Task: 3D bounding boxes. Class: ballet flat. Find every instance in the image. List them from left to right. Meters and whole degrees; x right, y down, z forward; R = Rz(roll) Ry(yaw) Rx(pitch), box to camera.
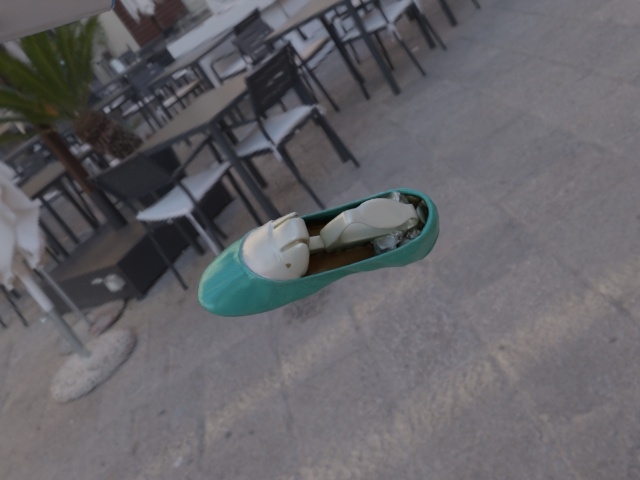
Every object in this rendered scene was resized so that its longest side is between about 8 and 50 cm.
[{"bbox_3d":[0.000,0.000,0.709,0.247,0.087,0.083,-16,59,-15],"label":"ballet flat"}]

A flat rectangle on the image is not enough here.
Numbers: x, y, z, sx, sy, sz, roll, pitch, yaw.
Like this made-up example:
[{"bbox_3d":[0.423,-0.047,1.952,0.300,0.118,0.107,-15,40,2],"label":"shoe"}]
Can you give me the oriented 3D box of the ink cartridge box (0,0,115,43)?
[{"bbox_3d":[-0.339,-0.300,0.618,0.270,0.198,0.197,23,37,22],"label":"ink cartridge box"}]
